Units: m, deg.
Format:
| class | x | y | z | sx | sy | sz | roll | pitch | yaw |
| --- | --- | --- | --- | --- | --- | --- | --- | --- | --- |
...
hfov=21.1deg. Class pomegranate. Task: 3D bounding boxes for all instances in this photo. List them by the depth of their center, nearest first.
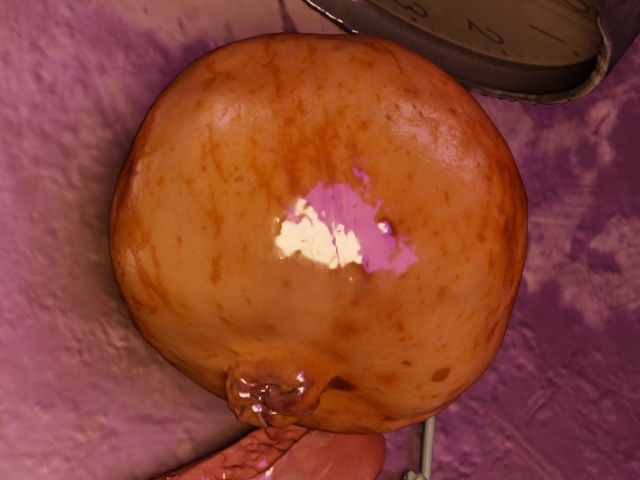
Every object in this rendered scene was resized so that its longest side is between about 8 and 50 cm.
| class | x | y | z | sx | sy | sz | roll | pitch | yaw |
| --- | --- | --- | --- | --- | --- | --- | --- | --- | --- |
| pomegranate | 0.000 | 0.000 | 0.971 | 0.248 | 0.248 | 0.248 | 3 | 84 | -25 |

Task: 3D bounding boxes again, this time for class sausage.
| class | x | y | z | sx | sy | sz | roll | pitch | yaw |
| --- | --- | --- | --- | --- | --- | --- | --- | --- | --- |
| sausage | -0.086 | 0.160 | 0.995 | 0.304 | 0.078 | 0.078 | -16 | 92 | -26 |

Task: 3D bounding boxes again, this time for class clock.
| class | x | y | z | sx | sy | sz | roll | pitch | yaw |
| --- | --- | --- | --- | --- | --- | --- | --- | --- | --- |
| clock | 0.044 | -0.187 | 0.966 | 0.312 | 0.312 | 0.061 | 36 | 77 | -18 |

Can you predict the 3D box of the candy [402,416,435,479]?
| class | x | y | z | sx | sy | sz | roll | pitch | yaw |
| --- | --- | --- | --- | --- | --- | --- | --- | --- | --- |
| candy | 0.068 | 0.156 | 1.090 | 0.060 | 0.060 | 0.201 | 12 | 72 | -24 |
